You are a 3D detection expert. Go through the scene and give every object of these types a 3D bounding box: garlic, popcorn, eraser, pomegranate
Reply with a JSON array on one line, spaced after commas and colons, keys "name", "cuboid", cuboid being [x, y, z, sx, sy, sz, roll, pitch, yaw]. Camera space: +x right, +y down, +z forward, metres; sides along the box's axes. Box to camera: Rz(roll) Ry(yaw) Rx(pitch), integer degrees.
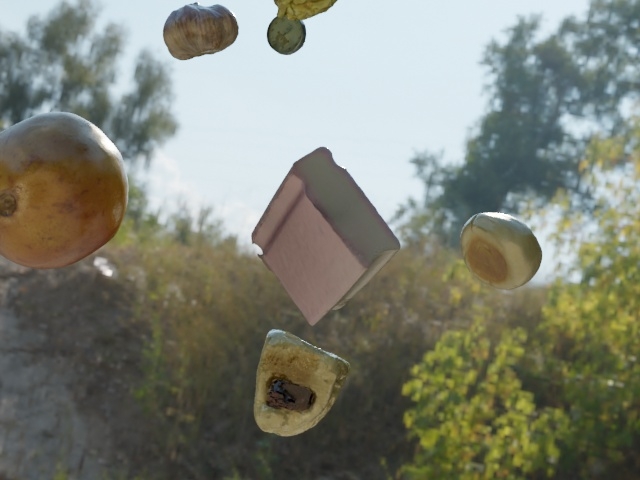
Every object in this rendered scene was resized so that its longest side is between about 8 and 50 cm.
[{"name": "garlic", "cuboid": [-0.231, -0.406, 2.107, 0.147, 0.102, 0.159, -10, 2, -31]}, {"name": "popcorn", "cuboid": [-0.036, -0.509, 2.086, 0.174, 0.173, 0.142, 11, 6, 8]}, {"name": "eraser", "cuboid": [0.000, 0.000, 2.357, 0.272, 0.122, 0.359, 52, -27, 10]}, {"name": "pomegranate", "cuboid": [-0.442, -0.085, 1.810, 0.264, 0.264, 0.264, 12, -7, 2]}]

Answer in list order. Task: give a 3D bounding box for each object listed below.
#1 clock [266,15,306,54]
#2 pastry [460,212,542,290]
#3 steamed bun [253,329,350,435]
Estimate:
[{"name": "clock", "cuboid": [-0.069, -0.414, 2.200, 0.085, 0.085, 0.017, 9, 2, 23]}, {"name": "pastry", "cuboid": [0.323, 0.015, 1.971, 0.156, 0.092, 0.156, 30, -35, 24]}, {"name": "steamed bun", "cuboid": [-0.045, 0.234, 1.737, 0.141, 0.155, 0.172, 24, -8, 10]}]
